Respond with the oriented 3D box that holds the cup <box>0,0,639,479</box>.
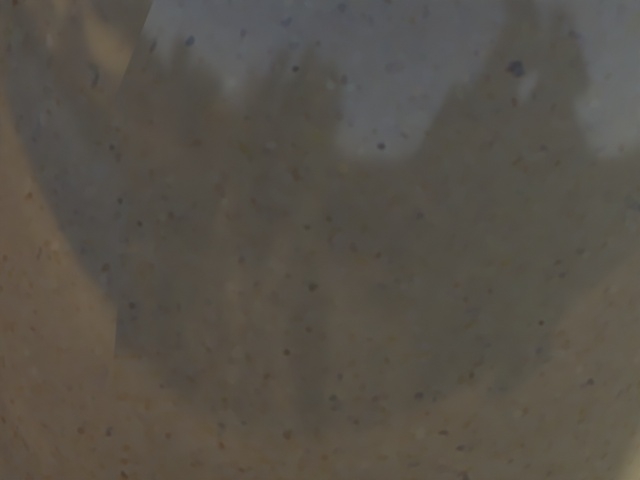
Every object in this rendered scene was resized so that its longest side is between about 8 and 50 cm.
[{"bbox_3d":[0.000,0.000,0.495,0.331,0.237,0.331,14,-6,1],"label":"cup"}]
